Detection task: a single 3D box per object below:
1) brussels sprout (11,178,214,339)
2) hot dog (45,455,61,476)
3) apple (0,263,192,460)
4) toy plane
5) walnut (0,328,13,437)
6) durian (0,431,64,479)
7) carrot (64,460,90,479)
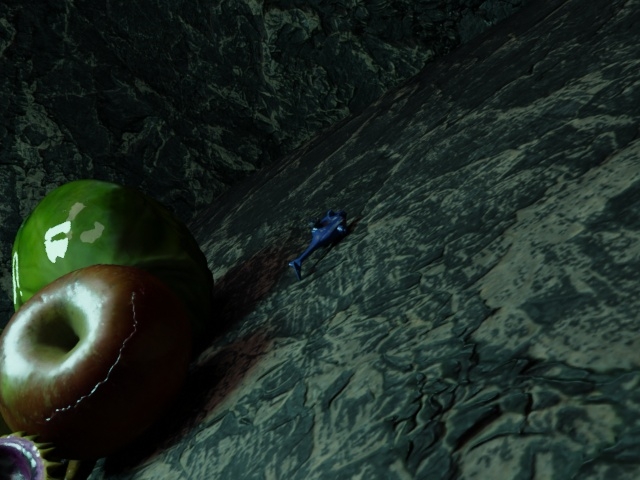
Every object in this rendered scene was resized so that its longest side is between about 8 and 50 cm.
[{"bbox_3d":[-0.395,0.068,1.223,0.342,0.361,0.425,-38,11,-13],"label":"brussels sprout"},{"bbox_3d":[-0.418,0.317,1.006,0.147,0.065,0.099,-50,24,22],"label":"hot dog"},{"bbox_3d":[-0.303,0.170,0.916,0.252,0.206,0.271,16,64,32],"label":"apple"},{"bbox_3d":[0.000,0.000,1.113,0.062,0.054,0.167,10,42,39],"label":"toy plane"},{"bbox_3d":[-0.600,0.290,1.160,0.282,0.277,0.253,-26,50,35],"label":"walnut"},{"bbox_3d":[-0.355,0.317,0.715,0.154,0.186,0.260,3,22,-12],"label":"durian"},{"bbox_3d":[-0.349,0.315,0.970,0.036,0.035,0.165,-35,15,12],"label":"carrot"}]
